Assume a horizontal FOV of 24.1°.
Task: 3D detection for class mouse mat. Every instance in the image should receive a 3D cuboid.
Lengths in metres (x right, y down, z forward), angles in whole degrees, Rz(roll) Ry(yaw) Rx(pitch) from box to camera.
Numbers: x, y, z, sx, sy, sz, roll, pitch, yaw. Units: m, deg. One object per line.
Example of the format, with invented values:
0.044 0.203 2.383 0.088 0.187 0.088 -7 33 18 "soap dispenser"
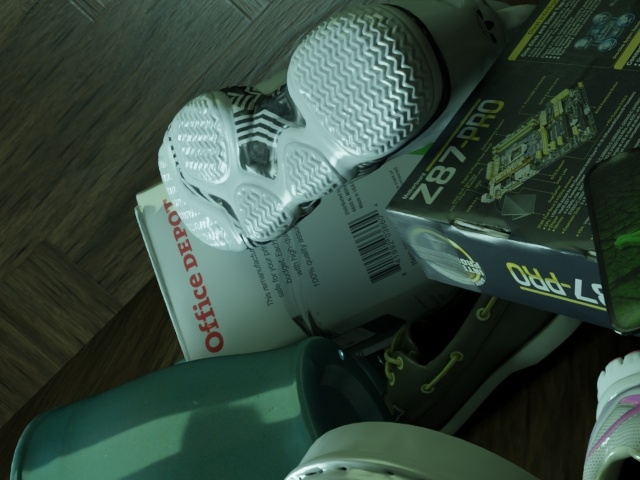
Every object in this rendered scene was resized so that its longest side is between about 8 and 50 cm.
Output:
0.256 -0.025 0.912 0.190 0.007 0.152 -20 41 18 "mouse mat"

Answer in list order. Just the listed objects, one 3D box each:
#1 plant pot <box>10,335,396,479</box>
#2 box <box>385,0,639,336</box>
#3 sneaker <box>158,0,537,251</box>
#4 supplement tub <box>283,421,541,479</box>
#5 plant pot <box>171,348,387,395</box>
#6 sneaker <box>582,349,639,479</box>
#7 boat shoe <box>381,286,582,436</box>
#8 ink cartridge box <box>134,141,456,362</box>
-0.069 0.212 1.236 0.255 0.271 0.271 -28 17 18 "plant pot"
0.277 -0.112 1.067 0.318 0.097 0.395 16 60 44 "box"
0.025 -0.105 1.265 0.210 0.137 0.366 -23 -3 -40 "sneaker"
0.004 0.274 0.729 0.235 0.235 0.325 -33 18 53 "supplement tub"
-0.050 0.166 1.533 0.234 0.165 0.165 -39 12 10 "plant pot"
0.238 0.102 0.829 0.252 0.103 0.111 -44 14 52 "sneaker"
0.112 0.095 1.288 0.305 0.091 0.109 -47 13 33 "boat shoe"
0.000 0.000 1.392 0.289 0.211 0.121 -25 -24 10 "ink cartridge box"
